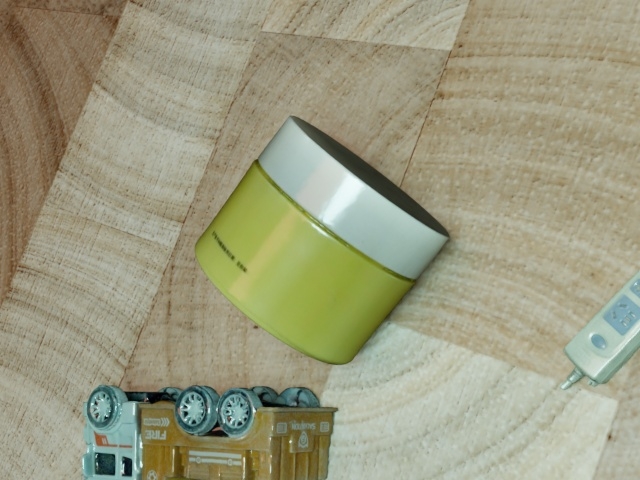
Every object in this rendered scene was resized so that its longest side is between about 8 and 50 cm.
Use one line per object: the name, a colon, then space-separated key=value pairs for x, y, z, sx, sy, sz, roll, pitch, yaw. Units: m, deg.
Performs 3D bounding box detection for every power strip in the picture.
power strip: x=0.294 y=0.072 z=0.912 sx=0.191 sy=0.030 sz=0.047 roll=-49 pitch=50 yaw=11

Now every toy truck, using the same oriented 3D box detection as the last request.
toy truck: x=-0.154 y=0.261 z=1.120 sx=0.338 sy=0.133 sz=0.184 roll=-6 pitch=78 yaw=34

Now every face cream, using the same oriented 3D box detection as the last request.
face cream: x=0.000 y=0.000 z=1.043 sx=0.179 sy=0.218 sz=0.218 roll=-53 pitch=50 yaw=10
